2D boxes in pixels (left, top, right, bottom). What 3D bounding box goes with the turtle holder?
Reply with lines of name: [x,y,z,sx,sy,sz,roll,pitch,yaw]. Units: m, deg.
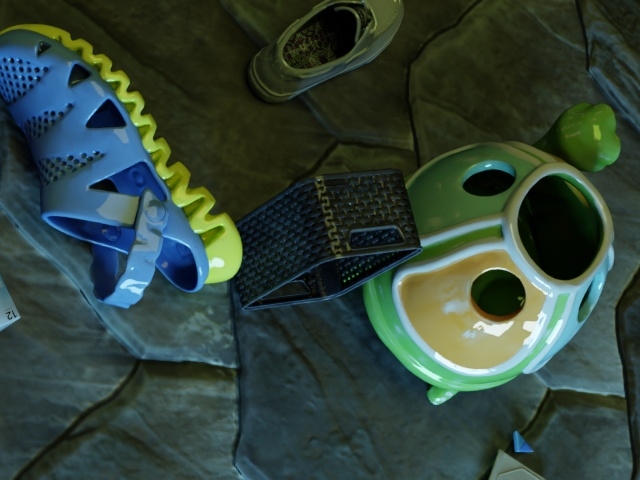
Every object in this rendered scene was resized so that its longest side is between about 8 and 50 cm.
turtle holder: [0.202,0.009,1.856,0.320,0.227,0.243,-18,82,-35]

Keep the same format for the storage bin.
storage bin: [0.000,0.000,1.761,0.122,0.180,0.084,-6,75,-34]

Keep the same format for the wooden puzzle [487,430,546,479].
wooden puzzle: [0.200,0.264,1.894,0.078,0.014,0.116,43,56,-17]

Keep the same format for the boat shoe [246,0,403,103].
boat shoe: [0.022,-0.217,1.917,0.227,0.081,0.079,-36,93,-36]

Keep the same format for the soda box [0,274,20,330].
soda box: [-0.357,0.080,1.579,0.183,0.063,0.058,-24,86,-36]

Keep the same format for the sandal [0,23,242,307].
sandal: [-0.211,-0.062,1.693,0.317,0.126,0.138,51,58,-5]
